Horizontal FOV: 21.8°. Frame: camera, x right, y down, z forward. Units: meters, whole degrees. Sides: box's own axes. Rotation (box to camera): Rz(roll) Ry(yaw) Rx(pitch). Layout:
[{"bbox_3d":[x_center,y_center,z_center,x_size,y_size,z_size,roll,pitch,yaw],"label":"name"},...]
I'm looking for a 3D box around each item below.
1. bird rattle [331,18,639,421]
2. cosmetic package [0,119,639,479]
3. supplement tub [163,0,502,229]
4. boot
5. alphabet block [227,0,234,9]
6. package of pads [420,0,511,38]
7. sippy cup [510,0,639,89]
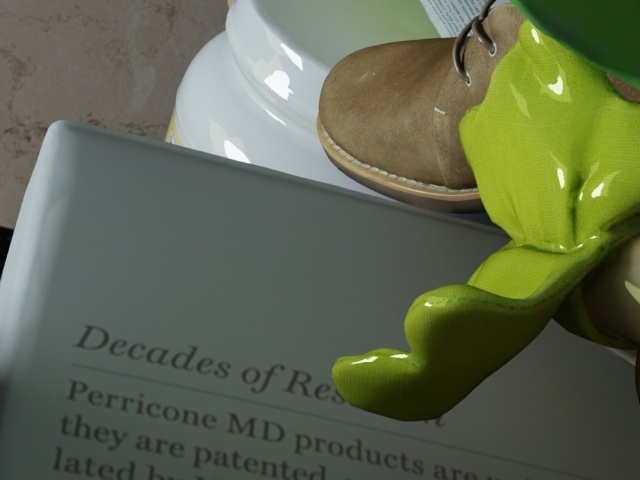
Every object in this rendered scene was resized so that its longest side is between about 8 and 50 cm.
[{"bbox_3d":[0.148,0.035,0.540,0.143,0.254,0.207,-67,-26,-3],"label":"bird rattle"},{"bbox_3d":[-0.017,0.224,0.719,0.393,0.328,0.329,-88,15,-45],"label":"cosmetic package"},{"bbox_3d":[0.000,0.000,1.099,0.241,0.241,0.331,-95,22,-56],"label":"supplement tub"},{"bbox_3d":[0.097,-0.078,0.739,0.305,0.115,0.112,10,52,49],"label":"boot"},{"bbox_3d":[0.047,-0.212,1.244,0.197,0.192,0.193,-110,37,-67],"label":"alphabet block"},{"bbox_3d":[0.088,-0.231,0.928,0.101,0.229,0.296,-23,29,23],"label":"package of pads"},{"bbox_3d":[0.168,-0.143,0.357,0.305,0.224,0.240,-50,23,12],"label":"sippy cup"}]
